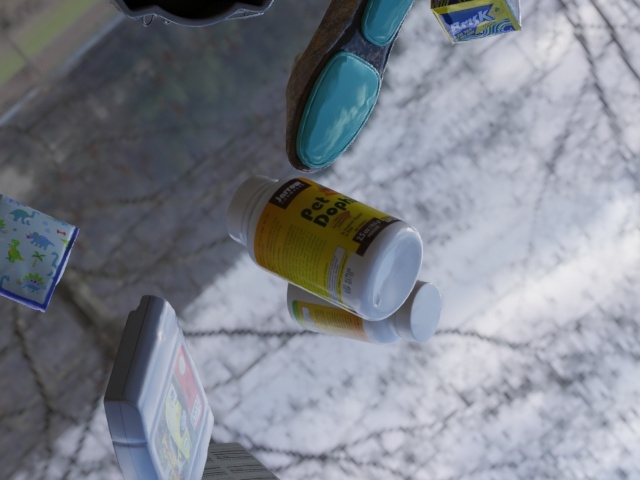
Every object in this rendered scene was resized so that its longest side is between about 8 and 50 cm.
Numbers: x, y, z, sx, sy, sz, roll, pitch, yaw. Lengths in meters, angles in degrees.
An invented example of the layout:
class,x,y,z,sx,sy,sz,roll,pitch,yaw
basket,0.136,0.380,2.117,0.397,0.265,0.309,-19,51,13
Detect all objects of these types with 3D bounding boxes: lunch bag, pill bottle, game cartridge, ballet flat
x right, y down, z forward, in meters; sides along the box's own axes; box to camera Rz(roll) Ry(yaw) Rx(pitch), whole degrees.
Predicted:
class,x,y,z,sx,sy,sz,roll,pitch,yaw
lunch bag,-0.404,0.026,2.006,0.151,0.128,0.096,-83,-162,-59
pill bottle,0.000,0.000,1.706,0.215,0.117,0.117,24,-123,31
game cartridge,-0.203,0.236,1.943,0.060,0.294,0.196,4,-130,15
pill bottle,0.077,0.103,2.574,0.245,0.136,0.136,9,-136,35
ballet flat,0.028,-0.225,1.790,0.106,0.107,0.316,19,-103,51

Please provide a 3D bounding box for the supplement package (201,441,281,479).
class,x,y,z,sx,sy,sz,roll,pitch,yaw
supplement package,-0.158,0.443,2.355,0.149,0.194,0.203,-2,-165,-27

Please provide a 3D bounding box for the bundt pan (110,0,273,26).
class,x,y,z,sx,sy,sz,roll,pitch,yaw
bundt pan,-0.140,-0.359,1.424,0.331,0.331,0.124,-44,-167,-12

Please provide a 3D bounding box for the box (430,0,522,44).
class,x,y,z,sx,sy,sz,roll,pitch,yaw
box,0.120,-0.241,1.184,0.059,0.054,0.169,-9,-119,21

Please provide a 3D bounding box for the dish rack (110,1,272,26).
class,x,y,z,sx,sy,sz,roll,pitch,yaw
dish rack,-0.207,-0.345,2.043,0.208,0.271,0.074,-18,133,-46
